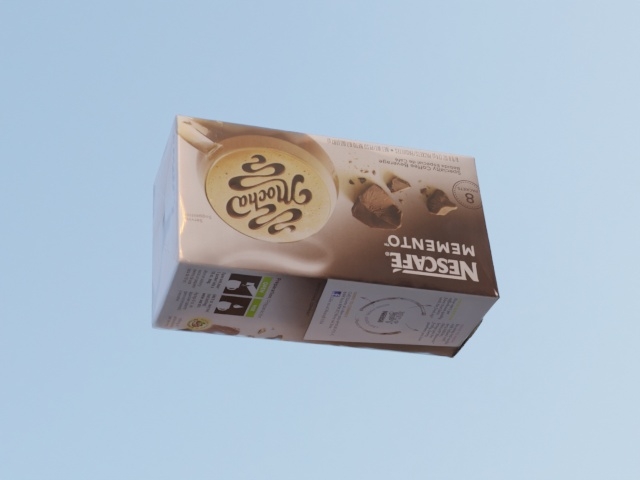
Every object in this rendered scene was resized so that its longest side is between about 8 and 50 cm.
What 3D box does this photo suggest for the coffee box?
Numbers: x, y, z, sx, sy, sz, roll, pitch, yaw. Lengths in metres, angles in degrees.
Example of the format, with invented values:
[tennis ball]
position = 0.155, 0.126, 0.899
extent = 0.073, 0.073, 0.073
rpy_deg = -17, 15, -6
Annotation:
[coffee box]
position = 0.000, 0.000, 1.118
extent = 0.297, 0.168, 0.119
rpy_deg = 7, -37, -16
